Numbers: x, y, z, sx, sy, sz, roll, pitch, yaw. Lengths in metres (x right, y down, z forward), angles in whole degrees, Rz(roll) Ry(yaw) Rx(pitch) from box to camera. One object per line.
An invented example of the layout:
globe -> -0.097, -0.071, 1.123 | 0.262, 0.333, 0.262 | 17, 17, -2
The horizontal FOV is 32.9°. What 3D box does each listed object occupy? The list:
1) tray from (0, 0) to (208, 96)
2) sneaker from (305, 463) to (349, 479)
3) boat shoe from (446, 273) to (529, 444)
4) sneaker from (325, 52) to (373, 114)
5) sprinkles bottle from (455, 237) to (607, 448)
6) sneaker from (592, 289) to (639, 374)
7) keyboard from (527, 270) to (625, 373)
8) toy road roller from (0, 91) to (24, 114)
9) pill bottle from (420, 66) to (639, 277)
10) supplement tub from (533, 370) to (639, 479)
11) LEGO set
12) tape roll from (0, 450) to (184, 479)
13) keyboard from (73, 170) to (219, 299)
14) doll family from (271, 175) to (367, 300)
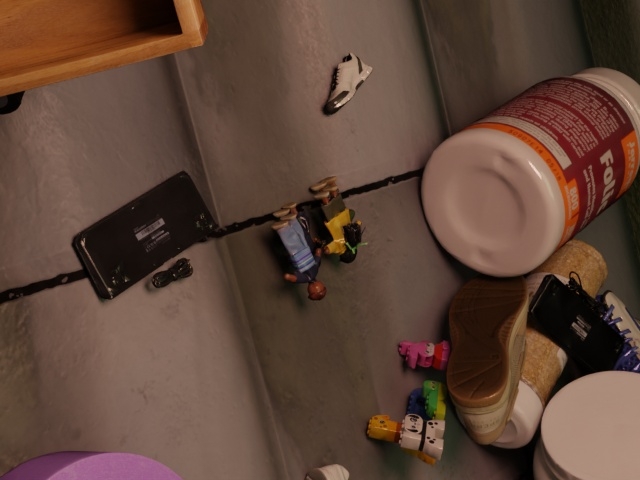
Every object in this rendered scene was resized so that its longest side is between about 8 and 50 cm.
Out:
tray -> -0.314, -0.208, 0.852 | 0.076, 0.410, 0.203 | -96, 172, -67
sneaker -> 0.027, 0.354, 1.357 | 0.061, 0.053, 0.152 | -8, 88, -49
boat shoe -> 0.236, 0.153, 1.507 | 0.302, 0.109, 0.098 | -69, 150, -53
sneaker -> 0.029, -0.213, 1.473 | 0.043, 0.040, 0.109 | 43, 50, -13
sprinkles bottle -> 0.328, 0.149, 1.656 | 0.121, 0.121, 0.355 | 56, 48, -24
sneaker -> 0.484, 0.191, 1.767 | 0.182, 0.127, 0.315 | 39, 19, -20
keyboard -> 0.381, 0.119, 1.615 | 0.192, 0.038, 0.100 | 40, 77, -26
toy road roller -> -0.319, -0.281, 0.969 | 0.329, 0.240, 0.203 | 34, 60, -38
pill bottle -> 0.346, -0.119, 1.645 | 0.392, 0.224, 0.224 | -33, 107, -43
supplement tub -> 0.439, 0.376, 1.583 | 0.241, 0.241, 0.331 | -54, 142, -37
LEGO set -> 0.116, 0.225, 1.447 | 0.227, 0.093, 0.087 | -74, 174, -59
tape roll -> -0.229, 0.347, 1.067 | 0.274, 0.090, 0.275 | 11, 75, -45
keyboard -> -0.188, 0.004, 1.217 | 0.180, 0.023, 0.108 | -37, 103, -42
doll family -> 0.000, 0.000, 1.380 | 0.193, 0.076, 0.111 | -34, 112, -38
